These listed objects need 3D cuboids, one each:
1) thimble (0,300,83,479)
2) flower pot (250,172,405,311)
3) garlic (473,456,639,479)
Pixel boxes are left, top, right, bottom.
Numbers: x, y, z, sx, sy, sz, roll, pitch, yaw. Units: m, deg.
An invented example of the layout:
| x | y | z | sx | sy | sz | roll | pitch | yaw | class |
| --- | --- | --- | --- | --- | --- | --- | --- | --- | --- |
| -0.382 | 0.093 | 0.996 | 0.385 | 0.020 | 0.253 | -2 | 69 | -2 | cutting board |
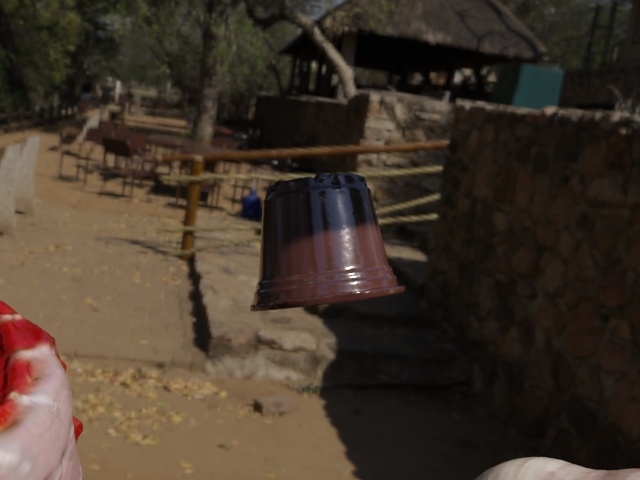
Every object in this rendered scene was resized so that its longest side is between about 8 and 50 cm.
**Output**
| x | y | z | sx | sy | sz | roll | pitch | yaw | class |
| --- | --- | --- | --- | --- | --- | --- | --- | --- | --- |
| -0.197 | 0.102 | 0.376 | 0.190 | 0.124 | 0.163 | 11 | 30 | 10 | thimble |
| 0.000 | 0.000 | 0.606 | 0.111 | 0.089 | 0.111 | -7 | -3 | 0 | flower pot |
| 0.114 | 0.210 | 0.380 | 0.245 | 0.245 | 0.253 | 14 | -15 | 32 | garlic |
